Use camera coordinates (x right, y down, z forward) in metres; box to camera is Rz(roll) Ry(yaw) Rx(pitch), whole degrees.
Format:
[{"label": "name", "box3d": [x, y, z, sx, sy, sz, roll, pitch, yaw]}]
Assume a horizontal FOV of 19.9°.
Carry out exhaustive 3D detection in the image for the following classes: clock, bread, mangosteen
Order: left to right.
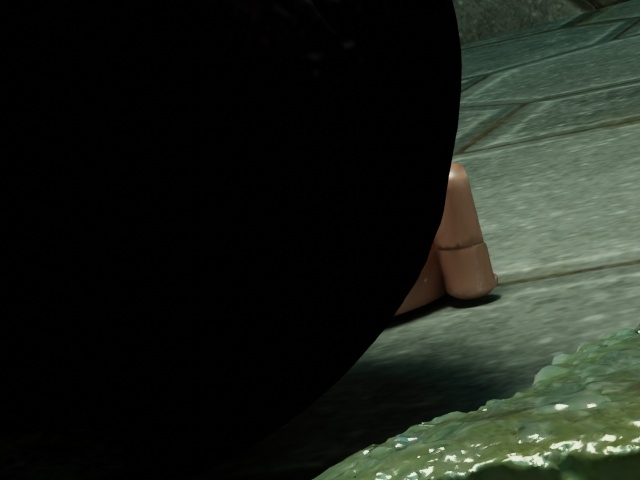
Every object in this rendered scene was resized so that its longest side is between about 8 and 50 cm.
[{"label": "mangosteen", "box3d": [-0.150, -0.036, 0.753, 0.435, 0.382, 0.382, -52, -6, 20]}, {"label": "clock", "box3d": [0.000, 0.000, 1.008, 0.162, 0.093, 0.166, -17, 9, -5]}, {"label": "bread", "box3d": [0.082, 0.069, 0.514, 0.232, 0.064, 0.172, -19, 8, -26]}]
